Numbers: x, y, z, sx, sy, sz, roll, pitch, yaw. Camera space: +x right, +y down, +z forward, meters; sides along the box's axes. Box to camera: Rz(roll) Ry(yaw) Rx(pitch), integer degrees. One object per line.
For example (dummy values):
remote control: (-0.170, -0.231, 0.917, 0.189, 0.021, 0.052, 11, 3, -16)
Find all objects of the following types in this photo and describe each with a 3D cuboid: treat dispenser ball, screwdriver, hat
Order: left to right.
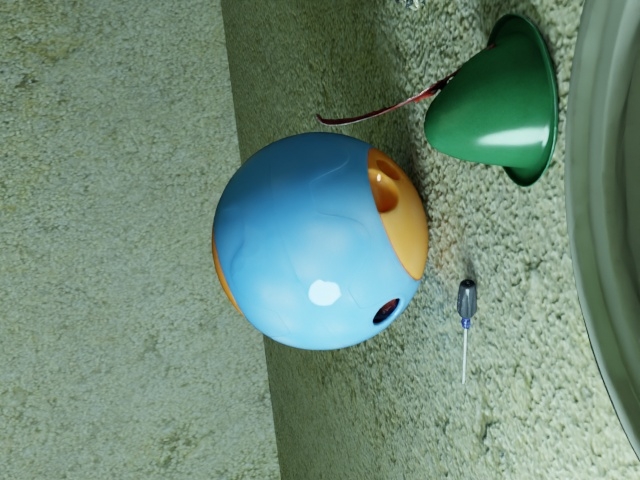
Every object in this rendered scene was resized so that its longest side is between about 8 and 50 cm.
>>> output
treat dispenser ball: (0.000, 0.000, 1.530, 0.288, 0.288, 0.288, 172, 90, -77)
hat: (0.115, -0.124, 1.166, 0.208, 0.183, 0.173, 106, 153, -61)
screwdriver: (0.180, 0.117, 1.420, 0.025, 0.024, 0.170, 27, 137, 39)

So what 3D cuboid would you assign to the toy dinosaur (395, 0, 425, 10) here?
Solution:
toy dinosaur: (0.116, -0.344, 1.321, 0.268, 0.064, 0.118, 105, 161, -53)

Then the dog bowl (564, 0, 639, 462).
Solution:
dog bowl: (0.275, -0.031, 0.510, 0.408, 0.150, 0.408, 177, 90, -72)
